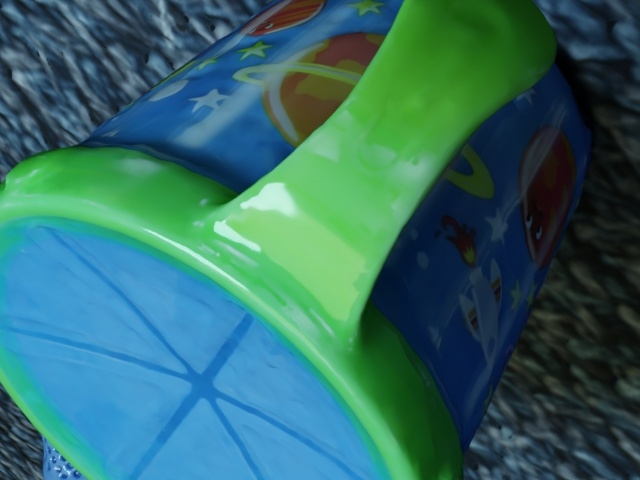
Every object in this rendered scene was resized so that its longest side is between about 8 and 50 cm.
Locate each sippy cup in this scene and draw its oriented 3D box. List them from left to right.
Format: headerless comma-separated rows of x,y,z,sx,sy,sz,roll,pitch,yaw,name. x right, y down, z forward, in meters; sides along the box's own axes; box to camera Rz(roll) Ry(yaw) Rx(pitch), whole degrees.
0.000,0.000,0.750,0.305,0.224,0.240,0,130,44,sippy cup

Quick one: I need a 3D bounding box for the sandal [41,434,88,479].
-0.133,0.139,1.126,0.126,0.138,0.317,6,133,43,sandal
